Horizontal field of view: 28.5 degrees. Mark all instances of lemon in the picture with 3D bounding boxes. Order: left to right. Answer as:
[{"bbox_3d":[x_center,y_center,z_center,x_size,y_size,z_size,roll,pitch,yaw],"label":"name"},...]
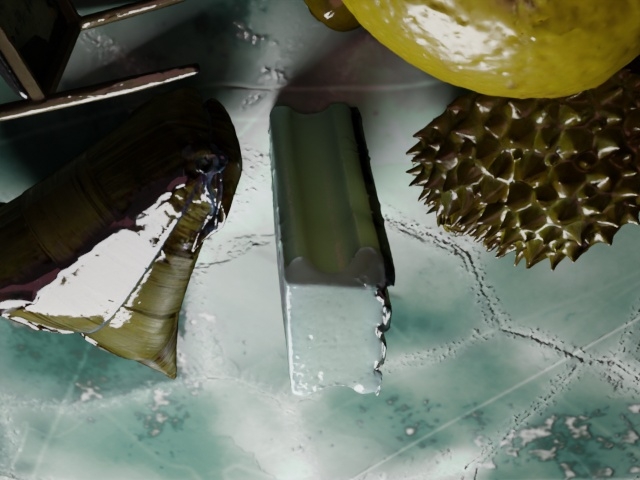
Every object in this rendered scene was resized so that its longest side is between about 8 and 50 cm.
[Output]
[{"bbox_3d":[0.146,-0.229,0.943,0.310,0.253,0.253,20,126,-9],"label":"lemon"}]

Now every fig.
[{"bbox_3d":[0.024,-0.222,1.072,0.074,0.074,0.088,39,105,-23],"label":"fig"}]

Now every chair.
[{"bbox_3d":[-0.246,-0.201,1.041,0.272,0.188,0.166,-17,124,13],"label":"chair"}]

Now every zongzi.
[{"bbox_3d":[-0.148,0.016,1.246,0.286,0.138,0.300,-31,133,16],"label":"zongzi"}]

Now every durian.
[{"bbox_3d":[0.185,-0.071,1.117,0.306,0.166,0.172,-30,99,47],"label":"durian"}]

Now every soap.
[{"bbox_3d":[0.000,0.000,1.131,0.094,0.261,0.150,-1,127,-7],"label":"soap"}]

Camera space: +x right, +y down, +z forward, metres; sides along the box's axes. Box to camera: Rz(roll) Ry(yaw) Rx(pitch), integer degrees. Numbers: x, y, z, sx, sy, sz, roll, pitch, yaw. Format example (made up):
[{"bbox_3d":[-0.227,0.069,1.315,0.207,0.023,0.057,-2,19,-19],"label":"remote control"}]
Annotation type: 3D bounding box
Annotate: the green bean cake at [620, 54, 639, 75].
[{"bbox_3d":[0.292,-0.184,1.089,0.135,0.056,0.135,32,123,-18],"label":"green bean cake"}]
